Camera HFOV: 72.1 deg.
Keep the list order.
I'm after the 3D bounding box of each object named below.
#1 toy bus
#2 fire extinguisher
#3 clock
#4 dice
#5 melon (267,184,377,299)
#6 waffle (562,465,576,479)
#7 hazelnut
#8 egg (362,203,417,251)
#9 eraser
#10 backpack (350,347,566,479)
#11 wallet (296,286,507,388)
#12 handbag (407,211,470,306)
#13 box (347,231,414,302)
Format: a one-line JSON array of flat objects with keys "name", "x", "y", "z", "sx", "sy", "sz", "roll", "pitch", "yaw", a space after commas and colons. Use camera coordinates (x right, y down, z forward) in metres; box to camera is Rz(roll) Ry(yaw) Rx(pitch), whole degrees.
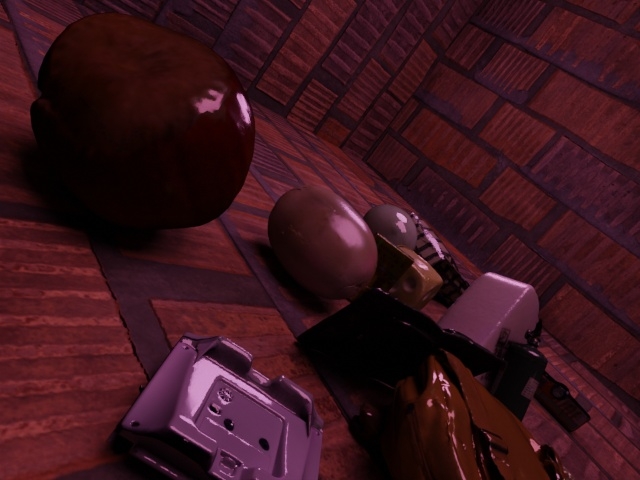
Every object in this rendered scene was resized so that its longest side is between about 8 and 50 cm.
[{"name": "toy bus", "x": 0.748, "y": 0.471, "z": 1.544, "sx": 0.408, "sy": 0.092, "sz": 0.093, "roll": 49, "pitch": 19, "yaw": 30}, {"name": "fire extinguisher", "x": 0.460, "y": 0.321, "z": 1.030, "sx": 0.093, "sy": 0.294, "sz": 0.118, "roll": 23, "pitch": -4, "yaw": 39}, {"name": "clock", "x": -0.100, "y": 0.230, "z": 0.536, "sx": 0.253, "sy": 0.083, "sz": 0.186, "roll": 36, "pitch": 19, "yaw": -8}, {"name": "dice", "x": 0.236, "y": 0.126, "z": 1.285, "sx": 0.169, "sy": 0.169, "sz": 0.166, "roll": 46, "pitch": 19, "yaw": 24}, {"name": "melon", "x": 0.000, "y": 0.000, "z": 1.059, "sx": 0.223, "sy": 0.223, "sz": 0.317, "roll": 12, "pitch": 31, "yaw": -53}, {"name": "waffle", "x": 0.532, "y": 0.574, "z": 0.945, "sx": 0.292, "sy": 0.056, "sz": 0.309, "roll": 21, "pitch": 23, "yaw": -41}, {"name": "hazelnut", "x": -0.318, "y": -0.197, "z": 0.801, "sx": 0.409, "sy": 0.359, "sz": 0.359, "roll": 43, "pitch": 18, "yaw": 27}, {"name": "egg", "x": 0.251, "y": -0.028, "z": 1.633, "sx": 0.203, "sy": 0.203, "sz": 0.282, "roll": 31, "pitch": 22, "yaw": -21}, {"name": "eraser", "x": 0.401, "y": 0.276, "z": 1.119, "sx": 0.331, "sy": 0.331, "sz": 0.150, "roll": 25, "pitch": 0, "yaw": -35}, {"name": "backpack", "x": 0.230, "y": 0.356, "z": 0.666, "sx": 0.354, "sy": 0.201, "sz": 0.378, "roll": 41, "pitch": 16, "yaw": 4}, {"name": "wallet", "x": 0.148, "y": 0.208, "z": 0.828, "sx": 0.323, "sy": 0.247, "sz": 0.041, "roll": 30, "pitch": 45, "yaw": -22}, {"name": "handbag", "x": 0.451, "y": 0.089, "z": 1.767, "sx": 0.327, "sy": 0.163, "sz": 0.325, "roll": 44, "pitch": 15, "yaw": -37}, {"name": "box", "x": 0.136, "y": 0.087, "z": 1.151, "sx": 0.121, "sy": 0.193, "sz": 0.030, "roll": 37, "pitch": 16, "yaw": -3}]
